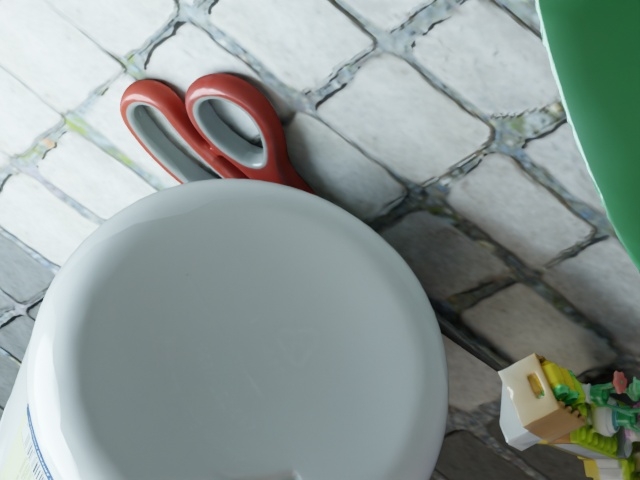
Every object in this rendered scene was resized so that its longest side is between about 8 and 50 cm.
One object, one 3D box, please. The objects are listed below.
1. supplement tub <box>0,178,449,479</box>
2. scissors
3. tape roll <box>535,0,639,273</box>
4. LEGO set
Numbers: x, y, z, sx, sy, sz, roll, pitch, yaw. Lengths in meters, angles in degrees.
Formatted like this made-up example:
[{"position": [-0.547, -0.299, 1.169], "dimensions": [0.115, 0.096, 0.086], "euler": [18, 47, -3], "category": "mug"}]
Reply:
[{"position": [-0.075, 0.122, 1.156], "dimensions": [0.235, 0.235, 0.325], "euler": [30, 155, -3], "category": "supplement tub"}, {"position": [0.000, 0.000, 1.155], "dimensions": [0.109, 0.021, 0.297], "euler": [-16, 129, 45], "category": "scissors"}, {"position": [0.188, -0.100, 0.594], "dimensions": [0.077, 0.321, 0.321], "euler": [-8, 133, 43], "category": "tape roll"}, {"position": [0.199, 0.145, 1.119], "dimensions": [0.107, 0.132, 0.287], "euler": [-3, 131, 26], "category": "LEGO set"}]
